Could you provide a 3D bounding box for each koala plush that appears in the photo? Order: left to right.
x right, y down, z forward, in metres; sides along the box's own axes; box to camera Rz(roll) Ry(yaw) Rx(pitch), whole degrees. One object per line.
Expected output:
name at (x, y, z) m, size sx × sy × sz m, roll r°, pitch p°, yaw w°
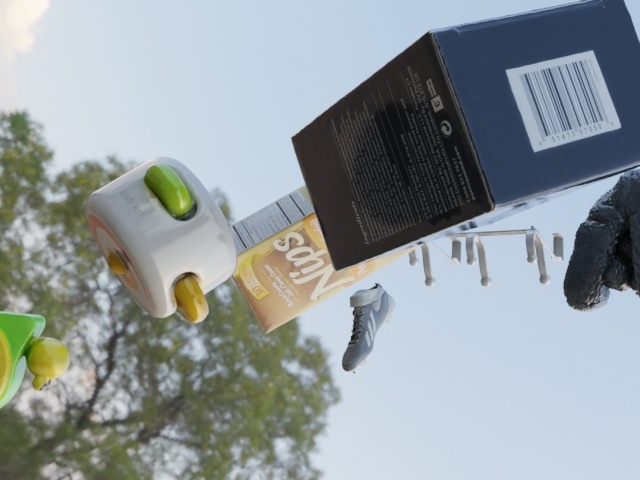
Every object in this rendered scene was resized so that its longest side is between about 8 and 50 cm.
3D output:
koala plush at (0.483, 0.022, 1.320) m, size 0.196 × 0.221 × 0.203 m, roll -1°, pitch -107°, yaw 53°

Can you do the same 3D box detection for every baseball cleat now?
baseball cleat at (0.082, 0.178, 2.022) m, size 0.072 × 0.206 × 0.109 m, roll -16°, pitch -58°, yaw 47°

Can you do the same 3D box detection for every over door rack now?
over door rack at (0.327, 0.035, 1.828) m, size 0.240 × 0.324 × 0.108 m, roll -2°, pitch -93°, yaw 23°

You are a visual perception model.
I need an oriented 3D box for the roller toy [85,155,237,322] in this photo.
roller toy at (-0.217, 0.001, 1.269) m, size 0.191 × 0.146 × 0.209 m, roll 15°, pitch -46°, yaw 60°

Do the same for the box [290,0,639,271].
box at (0.190, -0.126, 1.236) m, size 0.395 × 0.294 × 0.211 m, roll -27°, pitch -99°, yaw 62°

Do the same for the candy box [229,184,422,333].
candy box at (0.000, 0.000, 1.592) m, size 0.087 × 0.317 × 0.183 m, roll 53°, pitch -9°, yaw 49°

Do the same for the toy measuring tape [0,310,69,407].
toy measuring tape at (-0.414, 0.116, 0.934) m, size 0.121 × 0.330 × 0.121 m, roll -174°, pitch -90°, yaw -87°
